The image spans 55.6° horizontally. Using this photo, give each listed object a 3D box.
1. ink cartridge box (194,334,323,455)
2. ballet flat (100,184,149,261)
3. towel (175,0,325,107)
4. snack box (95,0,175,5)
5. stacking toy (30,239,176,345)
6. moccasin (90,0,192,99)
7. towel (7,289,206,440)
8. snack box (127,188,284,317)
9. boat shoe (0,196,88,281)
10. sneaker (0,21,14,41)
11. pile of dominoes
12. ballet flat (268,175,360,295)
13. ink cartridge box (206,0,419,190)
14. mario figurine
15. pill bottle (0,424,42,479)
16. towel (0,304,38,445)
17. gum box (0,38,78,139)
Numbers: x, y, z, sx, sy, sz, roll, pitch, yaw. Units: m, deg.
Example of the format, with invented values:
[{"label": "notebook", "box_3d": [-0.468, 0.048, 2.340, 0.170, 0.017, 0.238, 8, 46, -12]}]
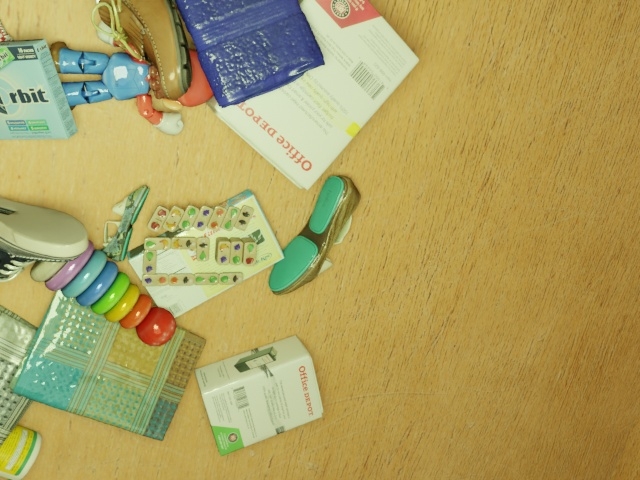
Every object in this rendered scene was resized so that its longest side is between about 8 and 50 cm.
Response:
[{"label": "ink cartridge box", "box_3d": [-0.158, 0.403, 1.592, 0.289, 0.121, 0.211, -17, 115, -15]}, {"label": "ballet flat", "box_3d": [-0.440, -0.044, 1.345, 0.070, 0.070, 0.188, 19, 99, -26]}, {"label": "towel", "box_3d": [-0.150, -0.432, 1.154, 0.228, 0.076, 0.308, -25, 102, -11]}, {"label": "snack box", "box_3d": [-0.362, -0.506, 1.215, 0.178, 0.022, 0.064, -13, 115, -16]}, {"label": "stacking toy", "box_3d": [-0.460, 0.121, 1.341, 0.141, 0.141, 0.330, -46, 114, 0]}, {"label": "moccasin", "box_3d": [-0.345, -0.422, 1.104, 0.147, 0.139, 0.380, -25, 85, -10]}, {"label": "towel", "box_3d": [-0.480, 0.281, 1.405, 0.370, 0.040, 0.271, 29, 76, -24]}, {"label": "snack box", "box_3d": [-0.267, 0.034, 1.441, 0.322, 0.060, 0.187, -28, 118, -9]}, {"label": "boat shoe", "box_3d": [-0.594, 0.018, 1.199, 0.127, 0.341, 0.158, -36, 138, -55]}, {"label": "sneaker", "box_3d": [-0.604, -0.394, 1.153, 0.067, 0.042, 0.118, 2, 117, -18]}, {"label": "pile of dominoes", "box_3d": [-0.272, 0.017, 1.375, 0.251, 0.040, 0.195, 0, 109, -21]}, {"label": "ballet flat", "box_3d": [0.000, 0.000, 1.520, 0.124, 0.116, 0.342, 24, 97, -47]}, {"label": "ink cartridge box", "box_3d": [-0.025, -0.349, 1.329, 0.279, 0.160, 0.384, 40, 92, -28]}, {"label": "mario figurine", "box_3d": [-0.373, -0.332, 1.248, 0.321, 0.170, 0.198, -1, 147, -10]}, {"label": "pill bottle", "box_3d": [-0.762, 0.461, 1.383, 0.208, 0.117, 0.117, 34, 95, -28]}, {"label": "towel", "box_3d": [-0.757, 0.277, 1.281, 0.324, 0.056, 0.312, 41, 68, -27]}, {"label": "gum box", "box_3d": [-0.568, -0.283, 1.152, 0.157, 0.041, 0.184, 2, 125, 12]}]
